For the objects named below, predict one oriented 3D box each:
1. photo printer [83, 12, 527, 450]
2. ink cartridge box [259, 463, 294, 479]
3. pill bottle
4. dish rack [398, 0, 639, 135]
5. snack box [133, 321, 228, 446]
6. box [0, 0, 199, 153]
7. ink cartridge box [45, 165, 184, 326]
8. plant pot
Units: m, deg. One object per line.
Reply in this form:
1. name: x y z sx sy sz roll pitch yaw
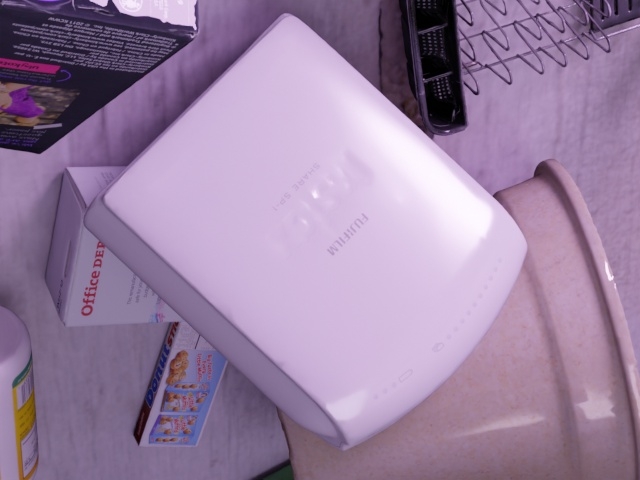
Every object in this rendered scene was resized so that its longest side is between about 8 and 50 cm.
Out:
1. photo printer: 0.000 0.000 1.521 0.256 0.307 0.107 -46 178 -18
2. ink cartridge box: 0.093 0.286 1.927 0.278 0.117 0.201 -28 132 -6
3. pill bottle: -0.310 0.166 1.640 0.118 0.117 0.208 -12 128 -18
4. dish rack: 0.192 -0.228 1.621 0.271 0.074 0.208 -20 131 -12
5. snack box: -0.124 0.123 1.762 0.064 0.022 0.178 3 122 -29
6. box: -0.209 -0.182 1.310 0.143 0.165 0.270 7 163 -31
7. ink cartridge box: -0.144 0.003 1.628 0.175 0.072 0.127 -1 125 -25
8. plant pot: 0.108 0.122 1.709 0.305 0.334 0.334 -14 130 -2
